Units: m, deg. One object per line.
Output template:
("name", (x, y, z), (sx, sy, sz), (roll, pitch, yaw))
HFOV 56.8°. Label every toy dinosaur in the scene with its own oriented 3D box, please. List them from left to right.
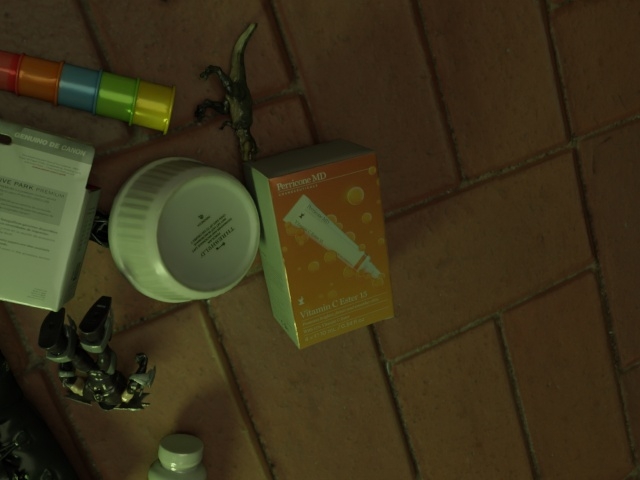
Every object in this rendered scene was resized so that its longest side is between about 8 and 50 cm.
("toy dinosaur", (-0.175, -0.280, 1.131), (0.118, 0.064, 0.268), (-7, 102, -35))

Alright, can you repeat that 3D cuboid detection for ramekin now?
("ramekin", (-0.231, -0.017, 1.071), (0.273, 0.127, 0.273), (-4, 97, -42))

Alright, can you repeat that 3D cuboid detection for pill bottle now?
("pill bottle", (-0.291, 0.504, 1.185), (0.117, 0.117, 0.208), (7, 97, -21))

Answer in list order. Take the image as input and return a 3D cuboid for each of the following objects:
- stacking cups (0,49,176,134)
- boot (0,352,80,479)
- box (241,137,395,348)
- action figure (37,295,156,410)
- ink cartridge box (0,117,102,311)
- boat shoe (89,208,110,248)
("stacking cups", (-0.420, -0.267, 1.036), (0.316, 0.096, 0.096), (11, 95, -17))
("boot", (-0.635, 0.436, 1.027), (0.367, 0.146, 0.445), (-27, 107, -15))
("box", (0.000, 0.000, 1.159), (0.215, 0.168, 0.345), (-17, 113, -18))
("action figure", (-0.398, 0.224, 1.067), (0.185, 0.099, 0.285), (-1, 137, -2))
("ink cartridge box", (-0.528, -0.061, 0.941), (0.309, 0.130, 0.272), (16, 93, -12))
("boat shoe", (-0.425, -0.036, 1.064), (0.183, 0.083, 0.065), (20, 90, -23))
